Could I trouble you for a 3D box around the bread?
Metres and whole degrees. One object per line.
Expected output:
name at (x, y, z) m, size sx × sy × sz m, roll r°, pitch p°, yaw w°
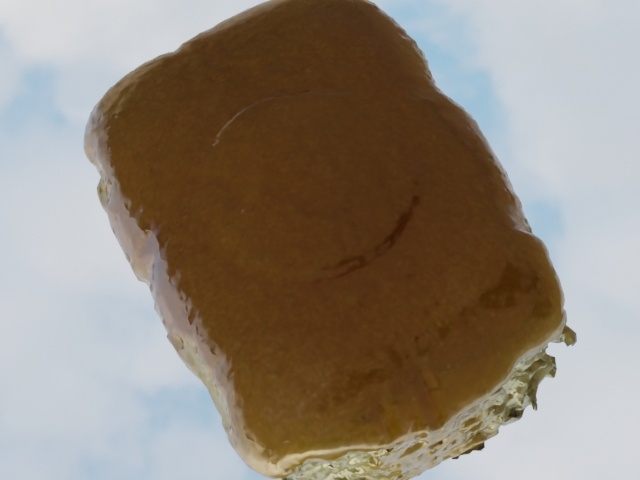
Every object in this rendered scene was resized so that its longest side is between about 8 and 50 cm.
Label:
bread at (0.000, 0.000, 0.771) m, size 0.174 × 0.121 × 0.245 m, roll -21°, pitch -121°, yaw -11°
